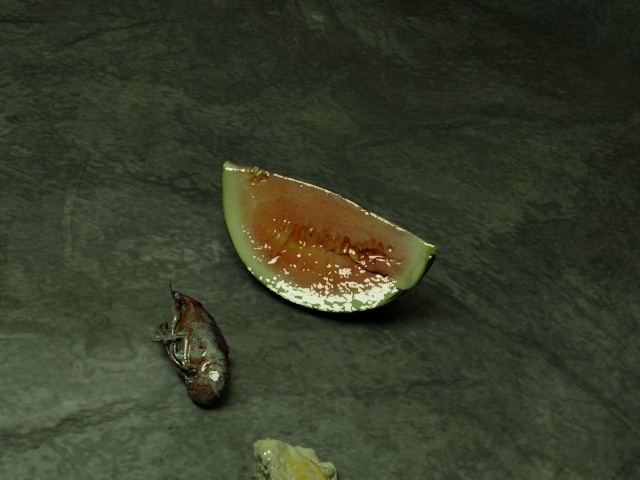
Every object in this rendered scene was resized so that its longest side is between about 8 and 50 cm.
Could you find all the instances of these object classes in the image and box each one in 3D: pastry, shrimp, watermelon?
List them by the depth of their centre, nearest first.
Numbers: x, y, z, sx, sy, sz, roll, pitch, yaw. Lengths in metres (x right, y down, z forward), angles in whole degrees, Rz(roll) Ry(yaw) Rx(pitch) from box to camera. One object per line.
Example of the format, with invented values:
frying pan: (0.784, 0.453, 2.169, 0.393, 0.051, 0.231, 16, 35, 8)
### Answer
pastry: (-0.007, 0.304, 1.193, 0.121, 0.089, 0.258, 27, 20, -37)
shrimp: (-0.152, 0.119, 1.451, 0.075, 0.073, 0.190, 46, 11, -52)
watermelon: (-0.012, 0.025, 1.610, 0.303, 0.159, 0.128, 24, 62, 9)
